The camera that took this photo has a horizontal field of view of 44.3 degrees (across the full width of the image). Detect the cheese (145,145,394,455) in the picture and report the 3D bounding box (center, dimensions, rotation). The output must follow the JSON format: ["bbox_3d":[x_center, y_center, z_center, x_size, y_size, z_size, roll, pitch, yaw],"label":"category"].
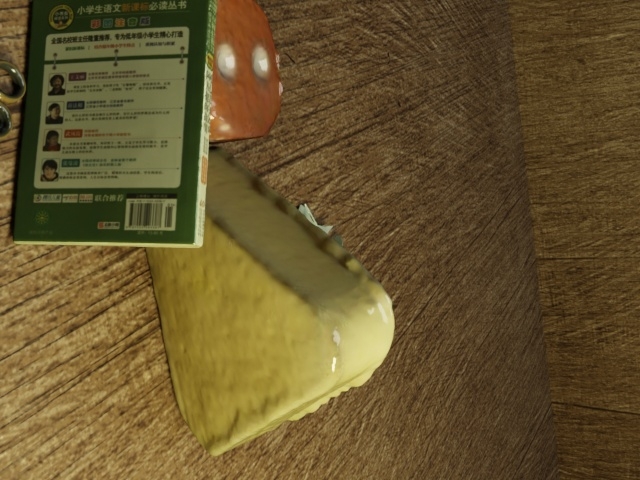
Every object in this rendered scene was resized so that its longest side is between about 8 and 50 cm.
[{"bbox_3d":[-0.067,0.085,0.895,0.104,0.384,0.383,-17,105,-37],"label":"cheese"}]

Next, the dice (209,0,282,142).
[{"bbox_3d":[-0.155,-0.198,0.934,0.179,0.174,0.174,-10,97,-59],"label":"dice"}]

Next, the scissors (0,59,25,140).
[{"bbox_3d":[-0.364,-0.175,0.723,0.220,0.017,0.088,41,55,-52],"label":"scissors"}]

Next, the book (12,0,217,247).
[{"bbox_3d":[-0.211,-0.125,0.808,0.027,0.202,0.264,28,63,-76],"label":"book"}]

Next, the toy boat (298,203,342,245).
[{"bbox_3d":[0.000,0.012,1.336,0.149,0.034,0.105,46,48,-51],"label":"toy boat"}]
